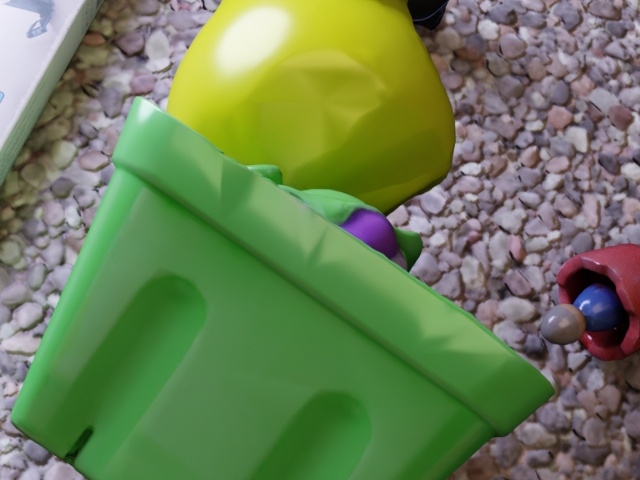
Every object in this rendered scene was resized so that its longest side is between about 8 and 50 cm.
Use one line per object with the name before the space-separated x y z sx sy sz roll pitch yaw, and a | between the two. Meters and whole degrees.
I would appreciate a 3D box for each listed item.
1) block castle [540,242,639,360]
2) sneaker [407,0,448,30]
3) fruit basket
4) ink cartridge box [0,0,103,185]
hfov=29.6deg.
block castle | 0.357 0.153 0.782 0.213 0.303 0.453 -21 75 -25
sneaker | -0.007 -0.220 0.975 0.232 0.090 0.081 17 66 18
fruit basket | 0.000 0.000 0.728 0.283 0.392 0.392 35 66 3
ink cartridge box | -0.311 -0.185 0.899 0.261 0.066 0.296 24 66 -3
